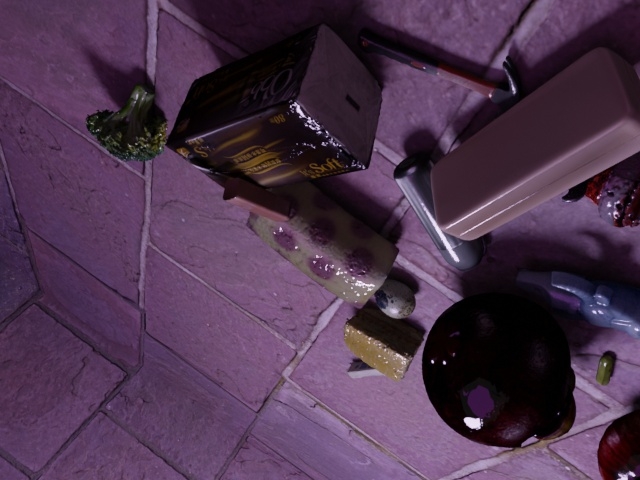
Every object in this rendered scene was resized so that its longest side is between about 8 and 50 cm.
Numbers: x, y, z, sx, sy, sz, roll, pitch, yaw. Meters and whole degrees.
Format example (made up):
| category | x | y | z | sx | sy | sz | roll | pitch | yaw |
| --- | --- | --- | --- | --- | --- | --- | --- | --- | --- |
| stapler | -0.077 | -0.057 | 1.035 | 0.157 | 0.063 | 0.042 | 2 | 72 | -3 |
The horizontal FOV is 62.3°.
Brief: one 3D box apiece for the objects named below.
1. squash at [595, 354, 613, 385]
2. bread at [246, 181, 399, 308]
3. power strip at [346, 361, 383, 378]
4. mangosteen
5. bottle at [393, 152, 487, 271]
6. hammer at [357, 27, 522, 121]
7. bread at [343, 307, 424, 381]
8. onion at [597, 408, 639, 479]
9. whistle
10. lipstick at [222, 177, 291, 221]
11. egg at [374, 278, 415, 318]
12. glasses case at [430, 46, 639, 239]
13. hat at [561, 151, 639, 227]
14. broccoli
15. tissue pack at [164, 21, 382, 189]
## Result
| category | x | y | z | sx | sy | sz | roll | pitch | yaw |
| --- | --- | --- | --- | --- | --- | --- | --- | --- | --- |
| squash | 0.598 | 0.271 | 1.112 | 0.028 | 0.027 | 0.083 | 12 | 136 | 31 |
| bread | 0.000 | 0.000 | 1.211 | 0.338 | 0.155 | 0.187 | 36 | 145 | 4 |
| power strip | 0.141 | 0.384 | 1.584 | 0.191 | 0.047 | 0.030 | -21 | 110 | 48 |
| mangosteen | 0.375 | 0.272 | 1.080 | 0.347 | 0.306 | 0.307 | 32 | 145 | -18 |
| bottle | 0.240 | -0.054 | 1.031 | 0.096 | 0.079 | 0.253 | -31 | 109 | 11 |
| hammer | 0.190 | -0.281 | 0.867 | 0.288 | 0.033 | 0.111 | 27 | 142 | 15 |
| bread | 0.162 | 0.267 | 1.402 | 0.196 | 0.102 | 0.138 | 27 | 139 | 19 |
| onion | 0.703 | 0.481 | 1.055 | 0.273 | 0.285 | 0.273 | 10 | 113 | 23 |
| whistle | 0.496 | 0.110 | 0.976 | 0.269 | 0.093 | 0.180 | 15 | 162 | 29 |
| lipstick | -0.124 | -0.079 | 1.060 | 0.045 | 0.045 | 0.145 | -4 | 162 | 42 |
| egg | 0.176 | 0.138 | 1.269 | 0.110 | 0.085 | 0.085 | 39 | 143 | 10 |
| glasses case | 0.314 | -0.130 | 0.805 | 0.076 | 0.143 | 0.336 | 17 | 147 | -29 |
| hat | 0.415 | -0.115 | 0.819 | 0.227 | 0.129 | 0.140 | 32 | 104 | 35 |
| broccoli | -0.459 | -0.293 | 1.298 | 0.219 | 0.194 | 0.194 | 46 | 149 | 29 |
| tissue pack | -0.082 | -0.229 | 0.987 | 0.370 | 0.198 | 0.210 | -6 | 146 | 42 |
